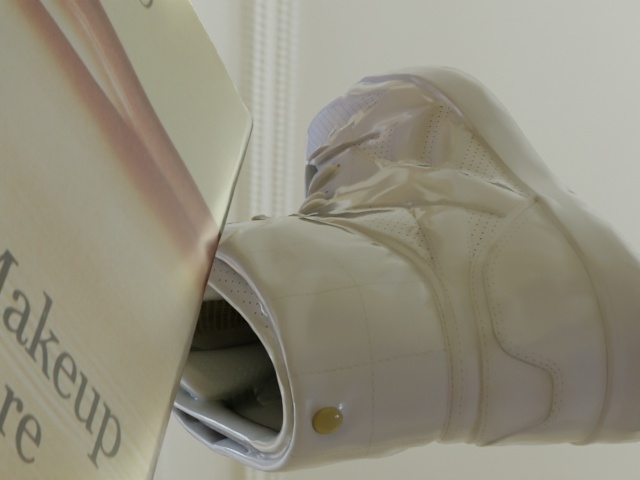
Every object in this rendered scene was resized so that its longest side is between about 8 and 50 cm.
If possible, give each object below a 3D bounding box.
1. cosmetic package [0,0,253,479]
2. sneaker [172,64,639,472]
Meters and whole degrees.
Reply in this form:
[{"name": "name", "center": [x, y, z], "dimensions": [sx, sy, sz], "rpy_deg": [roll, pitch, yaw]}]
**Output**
[{"name": "cosmetic package", "center": [-0.125, 0.039, 0.398], "dimensions": [0.129, 0.296, 0.153], "rpy_deg": [-9, -43, 24]}, {"name": "sneaker", "center": [0.000, 0.000, 0.716], "dimensions": [0.169, 0.292, 0.108], "rpy_deg": [-5, -70, -16]}]
